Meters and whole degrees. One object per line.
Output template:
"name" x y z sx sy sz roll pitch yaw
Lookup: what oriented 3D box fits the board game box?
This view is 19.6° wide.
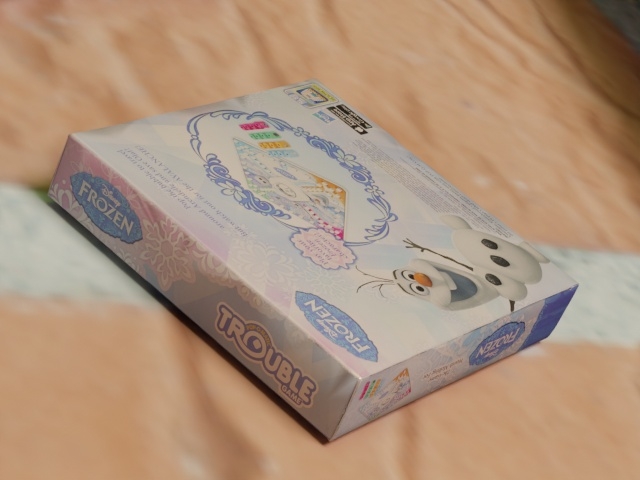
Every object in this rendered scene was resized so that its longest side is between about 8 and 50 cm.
"board game box" 0.000 0.000 0.426 0.090 0.020 0.090 40 32 24
